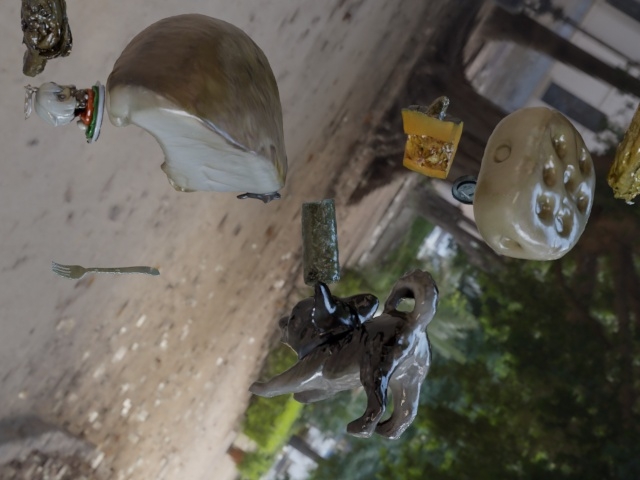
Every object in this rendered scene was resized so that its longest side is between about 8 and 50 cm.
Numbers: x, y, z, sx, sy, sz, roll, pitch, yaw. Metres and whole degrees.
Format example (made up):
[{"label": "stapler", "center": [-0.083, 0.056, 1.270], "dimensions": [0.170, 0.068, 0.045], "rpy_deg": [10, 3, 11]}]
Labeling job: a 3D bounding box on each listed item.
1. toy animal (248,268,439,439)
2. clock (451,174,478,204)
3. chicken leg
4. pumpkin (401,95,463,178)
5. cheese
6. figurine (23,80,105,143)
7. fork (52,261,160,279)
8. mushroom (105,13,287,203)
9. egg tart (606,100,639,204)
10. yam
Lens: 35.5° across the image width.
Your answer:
[{"label": "toy animal", "center": [0.057, 0.176, 1.793], "dimensions": [0.194, 0.344, 0.303], "rpy_deg": [23, 84, -47]}, {"label": "clock", "center": [0.328, -0.110, 2.185], "dimensions": [0.085, 0.085, 0.017], "rpy_deg": [116, -11, -52]}, {"label": "chicken leg", "center": [-0.449, -0.335, 1.625], "dimensions": [0.196, 0.080, 0.125], "rpy_deg": [109, -30, -43]}, {"label": "pumpkin", "center": [0.254, -0.259, 2.280], "dimensions": [0.248, 0.130, 0.126], "rpy_deg": [89, 24, -64]}, {"label": "cheese", "center": [0.307, -0.083, 1.440], "dimensions": [0.235, 0.117, 0.218], "rpy_deg": [-17, 104, -50]}, {"label": "figurine", "center": [-0.511, -0.260, 1.970], "dimensions": [0.132, 0.153, 0.132], "rpy_deg": [-173, -90, -69]}, {"label": "fork", "center": [-0.438, 0.062, 2.050], "dimensions": [0.034, 0.219, 0.028], "rpy_deg": [-106, -153, -42]}, {"label": "mushroom", "center": [-0.196, -0.254, 1.602], "dimensions": [0.397, 0.224, 0.314], "rpy_deg": [42, 48, -73]}, {"label": "egg tart", "center": [0.494, -0.169, 1.360], "dimensions": [0.294, 0.123, 0.294], "rpy_deg": [-53, 158, -32]}, {"label": "yam", "center": [0.000, 0.000, 1.958], "dimensions": [0.078, 0.078, 0.179], "rpy_deg": [98, -10, -78]}]
